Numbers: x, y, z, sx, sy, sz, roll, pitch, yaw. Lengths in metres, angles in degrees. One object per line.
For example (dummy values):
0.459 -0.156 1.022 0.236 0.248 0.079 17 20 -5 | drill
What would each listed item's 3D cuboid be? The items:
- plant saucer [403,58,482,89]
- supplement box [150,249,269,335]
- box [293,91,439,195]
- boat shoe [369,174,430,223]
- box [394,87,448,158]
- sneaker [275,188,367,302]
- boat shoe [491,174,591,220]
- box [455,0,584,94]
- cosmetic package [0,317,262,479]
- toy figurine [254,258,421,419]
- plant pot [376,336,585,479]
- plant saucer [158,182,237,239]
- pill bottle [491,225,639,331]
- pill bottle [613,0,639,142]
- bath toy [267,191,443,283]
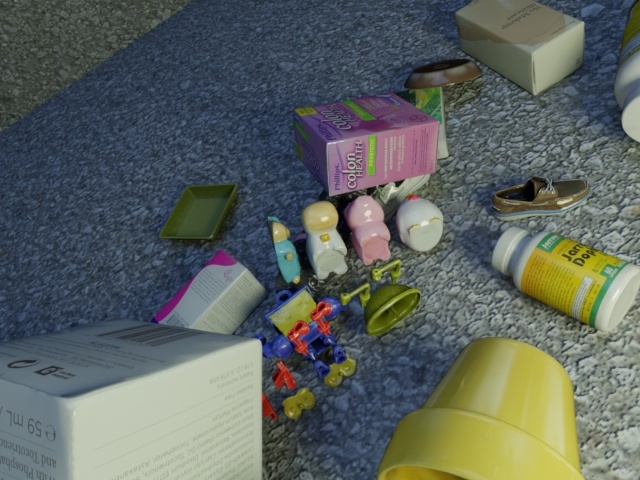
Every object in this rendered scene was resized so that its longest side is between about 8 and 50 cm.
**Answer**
0.311 -0.432 1.275 0.198 0.036 0.199 -11 25 5 | plant saucer
-0.241 0.146 1.098 0.220 0.114 0.111 -48 47 -12 | supplement box
0.091 -0.214 1.059 0.243 0.117 0.213 -15 35 -14 | box
0.152 -0.116 1.129 0.226 0.076 0.083 -45 47 -11 | boat shoe
0.158 -0.279 1.272 0.322 0.058 0.232 -8 50 19 | box
0.000 0.000 1.116 0.319 0.112 0.131 -58 8 -7 | sneaker
0.429 -0.088 0.968 0.183 0.066 0.066 -16 48 15 | boat shoe
0.488 -0.505 1.238 0.148 0.121 0.311 -32 46 -1 | box
-0.303 0.343 0.711 0.329 0.327 0.394 1 92 30 | cosmetic package
-0.018 0.133 0.950 0.362 0.191 0.217 -38 41 -7 | toy figurine
0.237 0.274 0.673 0.254 0.254 0.239 8 42 32 | plant pot
-0.325 -0.069 1.362 0.188 0.045 0.188 0 54 28 | plant saucer
0.402 0.054 0.833 0.117 0.117 0.208 -47 47 -13 | pill bottle
0.686 -0.351 0.965 0.187 0.188 0.334 8 59 32 | pill bottle
0.074 -0.027 1.005 0.348 0.151 0.129 -11 36 -10 | bath toy
